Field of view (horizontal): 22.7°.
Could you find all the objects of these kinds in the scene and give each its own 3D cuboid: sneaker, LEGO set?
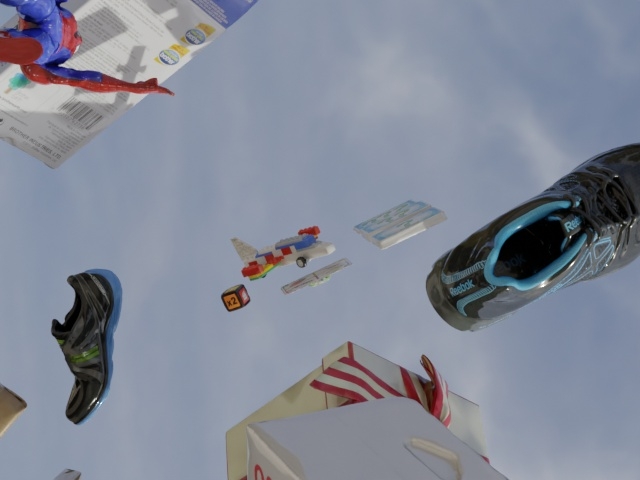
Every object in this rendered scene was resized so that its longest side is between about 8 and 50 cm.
[{"bbox_3d":[-0.283,0.124,1.879,0.067,0.078,0.188,-152,-113,-62],"label":"sneaker"},{"bbox_3d":[0.000,0.000,1.703,0.182,0.244,0.060,-137,-158,-79],"label":"LEGO set"},{"bbox_3d":[0.280,-0.009,1.722,0.125,0.341,0.139,57,-22,3],"label":"sneaker"}]

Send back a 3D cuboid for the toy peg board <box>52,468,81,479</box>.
[{"bbox_3d":[-0.240,0.250,1.156,0.161,0.079,0.160,-67,169,-89],"label":"toy peg board"}]

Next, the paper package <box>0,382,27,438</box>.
[{"bbox_3d":[-0.506,0.261,1.824,0.325,0.168,0.309,-53,-172,-13],"label":"paper package"}]

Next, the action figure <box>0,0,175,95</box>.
[{"bbox_3d":[-0.181,-0.163,1.231,0.280,0.139,0.091,-148,-120,-85],"label":"action figure"}]

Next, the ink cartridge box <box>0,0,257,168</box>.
[{"bbox_3d":[-0.235,-0.216,1.722,0.311,0.186,0.065,-35,-119,12],"label":"ink cartridge box"}]

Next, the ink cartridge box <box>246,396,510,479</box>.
[{"bbox_3d":[0.043,0.289,1.066,0.226,0.131,0.306,-146,-128,-61],"label":"ink cartridge box"}]

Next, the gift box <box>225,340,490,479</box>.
[{"bbox_3d":[0.045,0.285,1.813,0.258,0.276,0.255,-37,-134,31],"label":"gift box"}]
